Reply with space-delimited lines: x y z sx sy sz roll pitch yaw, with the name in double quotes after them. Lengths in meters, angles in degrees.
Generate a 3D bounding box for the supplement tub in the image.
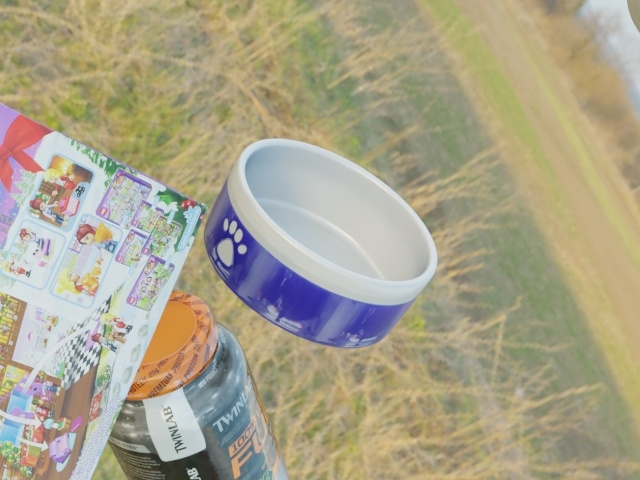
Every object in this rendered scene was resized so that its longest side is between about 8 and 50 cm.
-0.175 0.242 1.345 0.207 0.207 0.338 -96 173 -51 "supplement tub"

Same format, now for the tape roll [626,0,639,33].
0.441 -0.275 0.837 0.392 0.392 0.072 33 26 -53 "tape roll"

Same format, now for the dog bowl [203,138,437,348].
0.000 0.000 1.205 0.265 0.104 0.265 24 29 -14 "dog bowl"

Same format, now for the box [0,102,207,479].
-0.238 0.062 0.815 0.201 0.293 0.057 28 -10 -33 "box"
